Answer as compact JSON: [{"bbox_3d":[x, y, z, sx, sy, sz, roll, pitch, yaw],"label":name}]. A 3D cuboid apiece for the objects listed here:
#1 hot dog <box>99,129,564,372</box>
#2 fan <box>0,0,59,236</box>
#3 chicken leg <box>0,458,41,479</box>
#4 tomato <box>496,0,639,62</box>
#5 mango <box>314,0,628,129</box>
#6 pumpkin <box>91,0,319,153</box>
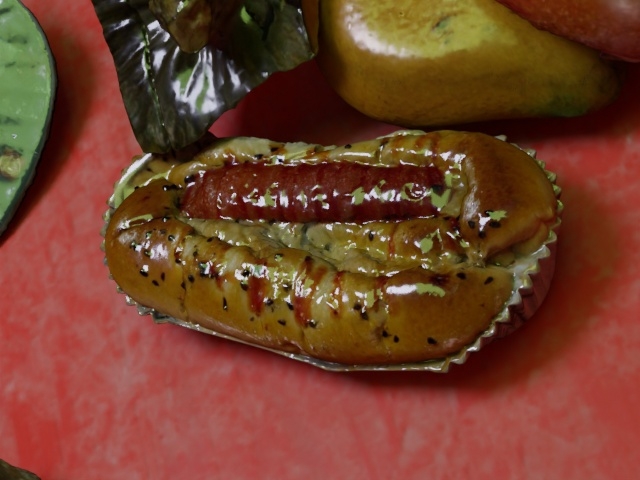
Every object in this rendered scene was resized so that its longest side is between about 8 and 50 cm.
[{"bbox_3d":[0.000,0.000,0.953,0.252,0.069,0.131,4,64,26],"label":"hot dog"},{"bbox_3d":[-0.298,-0.059,1.077,0.294,0.012,0.223,5,86,5],"label":"fan"},{"bbox_3d":[-0.211,0.269,0.850,0.211,0.140,0.361,23,77,40],"label":"chicken leg"},{"bbox_3d":[0.169,-0.201,0.938,0.236,0.095,0.237,4,54,-6],"label":"tomato"},{"bbox_3d":[0.075,-0.111,0.973,0.165,0.089,0.115,-4,60,15],"label":"mango"},{"bbox_3d":[-0.072,-0.187,0.985,0.131,0.126,0.248,-17,56,27],"label":"pumpkin"}]
